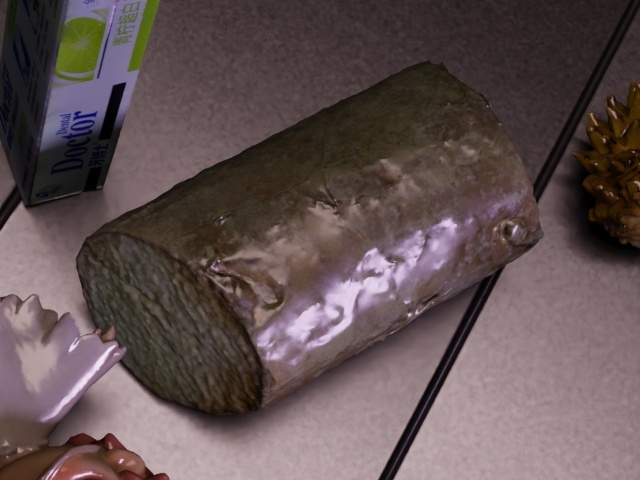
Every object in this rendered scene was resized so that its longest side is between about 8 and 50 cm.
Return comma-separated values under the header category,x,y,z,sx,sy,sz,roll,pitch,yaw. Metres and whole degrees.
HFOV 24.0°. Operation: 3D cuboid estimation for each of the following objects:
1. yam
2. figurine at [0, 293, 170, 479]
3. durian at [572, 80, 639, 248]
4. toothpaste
category,x,y,z,sx,sy,sz,roll,pitch,yaw
yam,0.000,0.000,1.040,0.304,0.168,0.168,-30,78,-20
figurine,-0.178,0.171,0.944,0.207,0.166,0.387,-35,76,-2
durian,0.362,-0.084,1.147,0.341,0.112,0.191,4,64,-4
toothpaste,-0.160,-0.126,0.959,0.067,0.336,0.081,-15,74,-20
